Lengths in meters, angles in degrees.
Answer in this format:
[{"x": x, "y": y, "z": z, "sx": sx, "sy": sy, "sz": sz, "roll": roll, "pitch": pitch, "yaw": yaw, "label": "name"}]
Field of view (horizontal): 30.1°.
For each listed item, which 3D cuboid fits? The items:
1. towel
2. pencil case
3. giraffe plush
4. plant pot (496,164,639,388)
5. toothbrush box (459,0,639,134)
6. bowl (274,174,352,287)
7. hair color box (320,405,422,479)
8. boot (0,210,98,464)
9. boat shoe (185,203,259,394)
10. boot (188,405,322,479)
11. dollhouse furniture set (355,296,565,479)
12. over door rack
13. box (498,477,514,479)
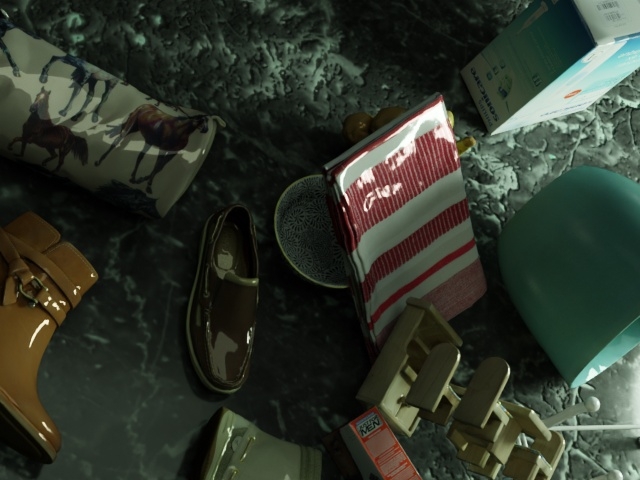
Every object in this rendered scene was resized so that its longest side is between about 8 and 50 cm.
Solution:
[{"x": 0.126, "y": -0.008, "z": 1.648, "sx": 0.237, "sy": 0.037, "sz": 0.329, "roll": -36, "pitch": 125, "yaw": -31, "label": "towel"}, {"x": -0.336, "y": -0.175, "z": 1.546, "sx": 0.410, "sy": 0.160, "sz": 0.183, "roll": 26, "pitch": 75, "yaw": -13, "label": "pencil case"}, {"x": 0.128, "y": -0.083, "z": 1.747, "sx": 0.210, "sy": 0.181, "sz": 0.170, "roll": 25, "pitch": 65, "yaw": -54, "label": "giraffe plush"}, {"x": 0.399, "y": 0.033, "z": 1.739, "sx": 0.293, "sy": 0.293, "sz": 0.235, "roll": -28, "pitch": 69, "yaw": -32, "label": "plant pot"}, {"x": 0.393, "y": -0.300, "z": 1.864, "sx": 0.216, "sy": 0.295, "sz": 0.126, "roll": -17, "pitch": 78, "yaw": -31, "label": "toothbrush box"}, {"x": 0.000, "y": 0.000, "z": 1.675, "sx": 0.170, "sy": 0.080, "sz": 0.170, "roll": 10, "pitch": 64, "yaw": -22, "label": "bowl"}, {"x": 0.080, "y": 0.311, "z": 1.571, "sx": 0.053, "sy": 0.093, "sz": 0.167, "roll": -27, "pitch": 81, "yaw": -32, "label": "hair color box"}, {"x": -0.356, "y": 0.112, "z": 1.458, "sx": 0.283, "sy": 0.109, "sz": 0.220, "roll": 46, "pitch": 53, "yaw": 7, "label": "boot"}, {"x": -0.124, "y": 0.070, "z": 1.577, "sx": 0.095, "sy": 0.095, "sz": 0.257, "roll": 6, "pitch": 66, "yaw": -23, "label": "boat shoe"}, {"x": -0.087, "y": 0.332, "z": 1.494, "sx": 0.165, "sy": 0.077, "sz": 0.213, "roll": 26, "pitch": 57, "yaw": -16, "label": "boot"}, {"x": 0.195, "y": 0.191, "z": 1.567, "sx": 0.161, "sy": 0.242, "sz": 0.212, "roll": -59, "pitch": 137, "yaw": -19, "label": "dollhouse furniture set"}, {"x": 0.415, "y": 0.349, "z": 1.665, "sx": 0.324, "sy": 0.108, "sz": 0.239, "roll": 9, "pitch": 54, "yaw": -29, "label": "over door rack"}, {"x": 0.230, "y": 0.408, "z": 1.559, "sx": 0.220, "sy": 0.051, "sz": 0.175, "roll": 9, "pitch": 58, "yaw": -61, "label": "box"}]
